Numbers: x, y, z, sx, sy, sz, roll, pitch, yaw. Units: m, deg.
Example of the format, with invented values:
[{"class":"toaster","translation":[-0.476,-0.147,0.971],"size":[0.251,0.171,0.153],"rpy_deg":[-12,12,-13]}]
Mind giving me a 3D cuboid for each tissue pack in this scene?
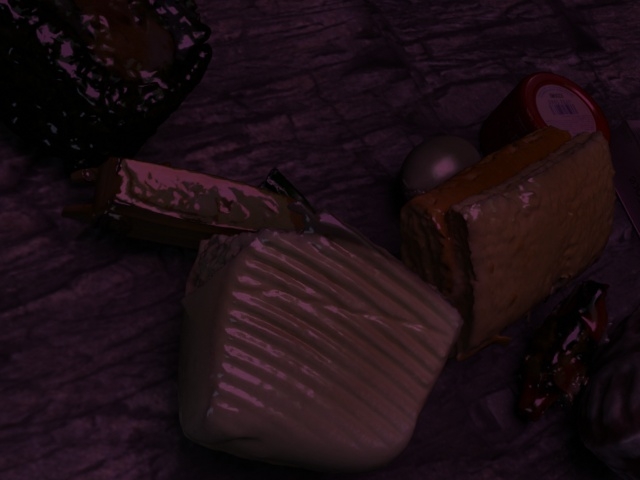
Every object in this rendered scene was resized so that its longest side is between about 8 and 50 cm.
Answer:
[{"class":"tissue pack","translation":[0.620,-0.092,1.530],"size":[0.148,0.092,0.246],"rpy_deg":[-4,61,-29]}]

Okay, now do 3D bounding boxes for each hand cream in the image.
[{"class":"hand cream","translation":[0.379,-0.178,1.441],"size":[0.193,0.125,0.193],"rpy_deg":[15,55,-22]}]

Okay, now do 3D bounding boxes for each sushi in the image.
[{"class":"sushi","translation":[-0.311,-0.279,1.074],"size":[0.352,0.178,0.294],"rpy_deg":[46,46,-8]},{"class":"sushi","translation":[0.341,0.159,1.208],"size":[0.103,0.097,0.226],"rpy_deg":[45,70,-24]}]

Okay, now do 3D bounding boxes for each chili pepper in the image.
[{"class":"chili pepper","translation":[0.000,0.000,1.162],"size":[0.227,0.059,0.088],"rpy_deg":[42,45,0]}]

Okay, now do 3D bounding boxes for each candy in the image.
[{"class":"candy","translation":[0.469,0.202,1.171],"size":[0.157,0.214,0.289],"rpy_deg":[41,50,-5]}]

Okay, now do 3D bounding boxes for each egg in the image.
[{"class":"egg","translation":[0.180,-0.098,1.285],"size":[0.152,0.114,0.114],"rpy_deg":[-27,74,-38]}]

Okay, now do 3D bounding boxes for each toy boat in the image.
[{"class":"toy boat","translation":[-0.157,-0.032,1.058],"size":[0.310,0.115,0.089],"rpy_deg":[10,62,-21]}]

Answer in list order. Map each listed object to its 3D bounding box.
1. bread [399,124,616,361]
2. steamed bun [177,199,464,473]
[{"class":"bread","translation":[0.272,-0.002,1.210],"size":[0.375,0.165,0.237],"rpy_deg":[-27,119,-40]},{"class":"steamed bun","translation":[-0.025,0.113,0.974],"size":[0.290,0.272,0.274],"rpy_deg":[22,85,-12]}]
